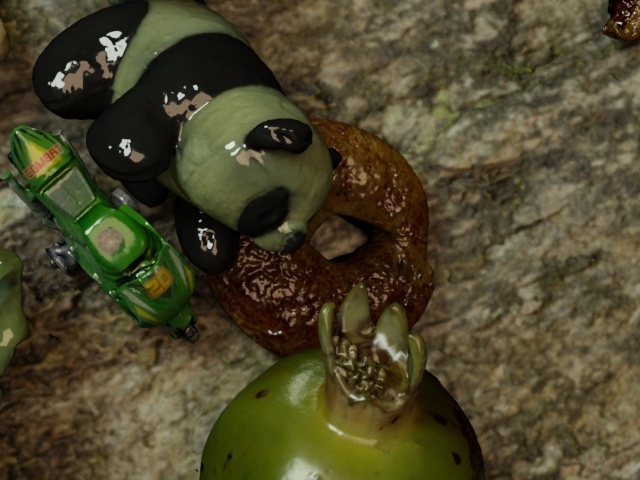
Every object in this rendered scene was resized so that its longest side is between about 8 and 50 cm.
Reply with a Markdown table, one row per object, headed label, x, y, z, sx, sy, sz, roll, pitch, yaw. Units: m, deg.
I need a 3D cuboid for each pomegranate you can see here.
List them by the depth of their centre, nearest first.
| label | x | y | z | sx | sy | sz | roll | pitch | yaw |
| --- | --- | --- | --- | --- | --- | --- | --- | --- | --- |
| pomegranate | 0.009 | 0.141 | 0.840 | 0.198 | 0.198 | 0.246 | -23 | 114 | -12 |

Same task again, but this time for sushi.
| label | x | y | z | sx | sy | sz | roll | pitch | yaw |
| --- | --- | --- | --- | --- | --- | --- | --- | --- | --- |
| sushi | 0.256 | -0.195 | 0.999 | 0.047 | 0.050 | 0.099 | 35 | 73 | -12 |

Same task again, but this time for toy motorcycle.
| label | x | y | z | sx | sy | sz | roll | pitch | yaw |
| --- | --- | --- | --- | --- | --- | --- | --- | --- | --- |
| toy motorcycle | -0.148 | 0.002 | 0.875 | 0.074 | 0.106 | 0.190 | -43 | 95 | -12 |

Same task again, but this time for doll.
| label | x | y | z | sx | sy | sz | roll | pitch | yaw |
| --- | --- | --- | --- | --- | --- | --- | --- | --- | --- |
| doll | -0.085 | -0.076 | 0.835 | 0.135 | 0.234 | 0.143 | -41 | 138 | 0 |

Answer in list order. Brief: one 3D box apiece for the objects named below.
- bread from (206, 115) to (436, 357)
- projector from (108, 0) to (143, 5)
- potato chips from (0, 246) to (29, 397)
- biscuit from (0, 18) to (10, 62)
| label | x | y | z | sx | sy | sz | roll | pitch | yaw |
| --- | --- | --- | --- | --- | --- | --- | --- | --- | --- |
| bread | 0.000 | 0.000 | 0.927 | 0.193 | 0.064 | 0.193 | 1 | 84 | -14 |
| projector | -0.188 | -0.273 | 0.851 | 0.257 | 0.192 | 0.099 | 39 | 84 | -5 |
| potato chips | -0.411 | 0.065 | 0.816 | 0.389 | 0.097 | 0.373 | -42 | 76 | -9 |
| biscuit | -0.391 | -0.152 | 0.830 | 0.325 | 0.044 | 0.217 | -23 | 71 | -21 |
